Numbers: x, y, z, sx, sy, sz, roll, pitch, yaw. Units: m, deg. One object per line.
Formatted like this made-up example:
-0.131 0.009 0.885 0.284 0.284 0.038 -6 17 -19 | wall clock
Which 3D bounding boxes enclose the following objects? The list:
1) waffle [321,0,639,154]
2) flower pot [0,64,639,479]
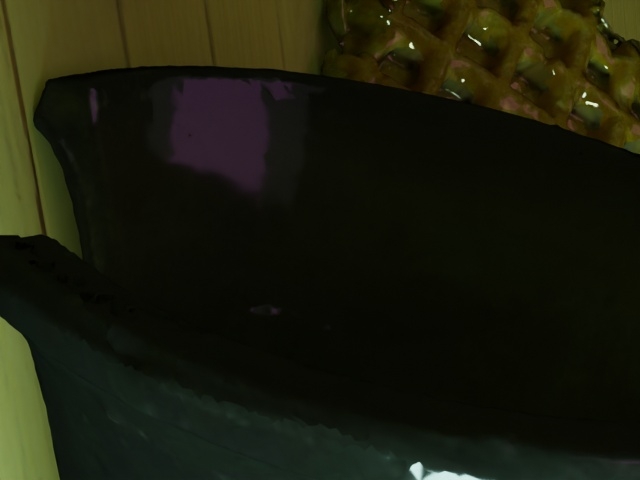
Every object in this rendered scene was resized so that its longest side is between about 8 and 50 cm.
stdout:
0.136 -0.065 1.015 0.302 0.068 0.325 -14 80 -36 | waffle
0.030 0.096 0.620 0.379 0.379 0.251 -37 141 -64 | flower pot
